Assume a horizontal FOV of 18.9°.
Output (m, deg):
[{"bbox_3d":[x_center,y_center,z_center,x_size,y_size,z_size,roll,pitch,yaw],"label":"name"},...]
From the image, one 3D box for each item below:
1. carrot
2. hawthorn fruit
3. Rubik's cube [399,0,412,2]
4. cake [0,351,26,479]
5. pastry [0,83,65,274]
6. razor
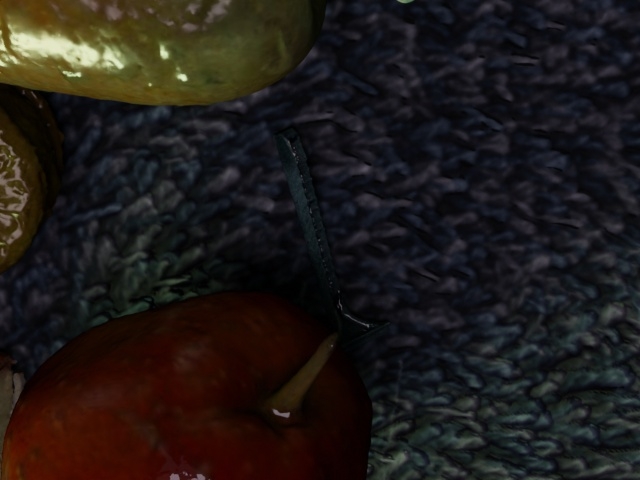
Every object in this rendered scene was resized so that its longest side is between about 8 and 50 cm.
[{"bbox_3d":[-0.168,-0.210,1.401,0.341,0.224,0.224,0,110,9],"label":"carrot"},{"bbox_3d":[-0.083,0.156,1.466,0.287,0.287,0.330,43,129,-8],"label":"hawthorn fruit"},{"bbox_3d":[0.049,-0.395,1.247,0.319,0.322,0.316,39,112,-7],"label":"Rubik's cube"},{"bbox_3d":[-0.383,0.173,1.568,0.160,0.262,0.158,18,109,21],"label":"cake"},{"bbox_3d":[-0.302,-0.059,1.540,0.189,0.103,0.188,3,110,8],"label":"pastry"},{"bbox_3d":[-0.003,0.000,1.555,0.066,0.033,0.190,-27,106,-30],"label":"razor"}]
